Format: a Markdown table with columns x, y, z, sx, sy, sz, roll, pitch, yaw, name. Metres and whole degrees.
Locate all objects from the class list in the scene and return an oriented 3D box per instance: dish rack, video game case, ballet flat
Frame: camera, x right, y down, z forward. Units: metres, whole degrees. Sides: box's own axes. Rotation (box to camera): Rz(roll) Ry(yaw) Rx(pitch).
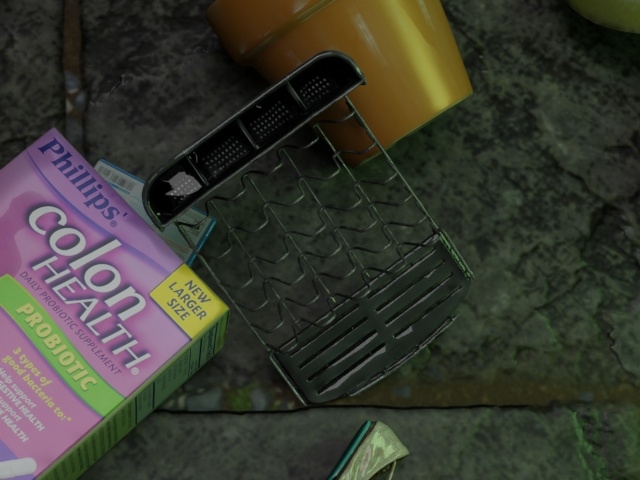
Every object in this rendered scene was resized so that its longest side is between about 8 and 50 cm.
| x | y | z | sx | sy | sz | roll | pitch | yaw | name |
| --- | --- | --- | --- | --- | --- | --- | --- | --- | --- |
| 0.000 | 0.000 | 1.508 | 0.208 | 0.074 | 0.271 | -36 | 105 | -4 | dish rack |
| -0.181 | 0.022 | 1.569 | 0.119 | 0.015 | 0.166 | 28 | 66 | 4 | video game case |
| 0.016 | 0.221 | 1.492 | 0.052 | 0.057 | 0.168 | 40 | 67 | -1 | ballet flat |

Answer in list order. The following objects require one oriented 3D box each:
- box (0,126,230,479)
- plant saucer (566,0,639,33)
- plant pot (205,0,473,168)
| x | y | z | sx | sy | sz | roll | pitch | yaw | name |
| --- | --- | --- | --- | --- | --- | --- | --- | --- | --- |
| -0.234 | 0.074 | 1.468 | 0.243 | 0.117 | 0.213 | -41 | 80 | -17 | box |
| 0.338 | -0.284 | 1.699 | 0.241 | 0.037 | 0.241 | -12 | 43 | 11 | plant saucer |
| 0.033 | -0.175 | 1.600 | 0.205 | 0.205 | 0.188 | -33 | 91 | -20 | plant pot |
